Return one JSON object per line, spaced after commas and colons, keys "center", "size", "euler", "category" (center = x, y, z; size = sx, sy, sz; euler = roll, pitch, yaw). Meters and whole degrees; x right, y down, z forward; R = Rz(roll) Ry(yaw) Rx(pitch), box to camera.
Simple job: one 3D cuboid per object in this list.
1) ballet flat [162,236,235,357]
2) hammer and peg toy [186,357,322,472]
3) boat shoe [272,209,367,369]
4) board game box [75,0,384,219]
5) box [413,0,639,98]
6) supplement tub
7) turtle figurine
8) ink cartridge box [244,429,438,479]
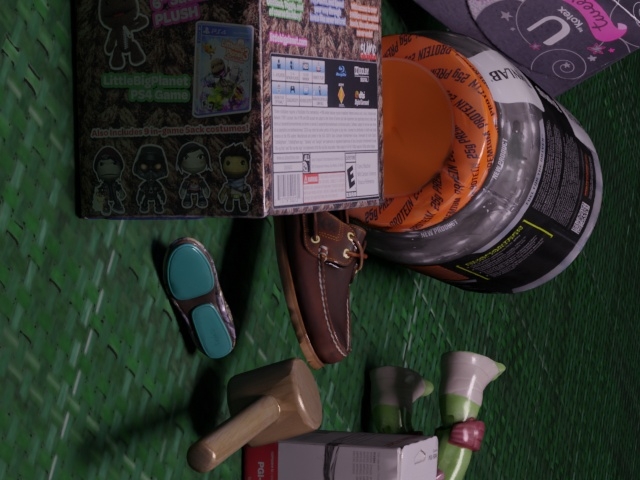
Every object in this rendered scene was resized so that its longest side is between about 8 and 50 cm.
{"center": [-0.093, 0.036, 1.418], "size": [0.041, 0.041, 0.114], "euler": [-66, 148, -46], "category": "ballet flat"}
{"center": [-0.054, 0.272, 1.367], "size": [0.266, 0.127, 0.361], "euler": [12, 63, -68], "category": "hammer and peg toy"}
{"center": [0.000, 0.000, 1.503], "size": [0.073, 0.073, 0.207], "euler": [58, 18, -61], "category": "boat shoe"}
{"center": [-0.059, -0.164, 1.348], "size": [0.232, 0.141, 0.291], "euler": [-7, 97, -68], "category": "board game box"}
{"center": [0.192, -0.274, 1.810], "size": [0.247, 0.163, 0.142], "euler": [35, 50, -23], "category": "box"}
{"center": [0.120, -0.068, 1.713], "size": [0.338, 0.207, 0.207], "euler": [22, 70, -68], "category": "supplement tub"}
{"center": [0.125, 0.254, 1.756], "size": [0.198, 0.274, 0.266], "euler": [125, -28, -65], "category": "turtle figurine"}
{"center": [0.018, 0.187, 1.552], "size": [0.099, 0.135, 0.056], "euler": [0, 91, -68], "category": "ink cartridge box"}
